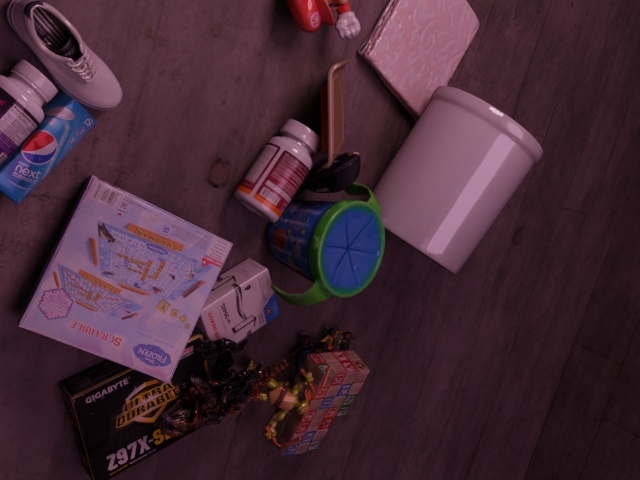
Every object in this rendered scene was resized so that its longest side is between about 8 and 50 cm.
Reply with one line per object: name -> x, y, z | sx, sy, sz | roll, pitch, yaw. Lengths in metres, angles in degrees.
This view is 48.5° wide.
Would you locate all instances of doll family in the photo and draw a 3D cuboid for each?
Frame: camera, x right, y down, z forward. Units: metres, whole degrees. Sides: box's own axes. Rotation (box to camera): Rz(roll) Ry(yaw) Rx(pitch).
doll family -> 0.009, 0.295, 1.979 | 0.193, 0.076, 0.111 | -26, 139, -35

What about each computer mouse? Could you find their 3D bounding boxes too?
computer mouse -> 0.046, -0.160, 1.691 | 0.184, 0.262, 0.060 | -37, 102, -31

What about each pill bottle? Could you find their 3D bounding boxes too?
pill bottle -> -0.094, -0.162, 1.647 | 0.221, 0.121, 0.121 | -57, 135, -8
pill bottle -> -0.548, -0.214, 1.220 | 0.193, 0.108, 0.108 | -52, 134, -13

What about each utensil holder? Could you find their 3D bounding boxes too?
utensil holder -> 0.334, -0.149, 1.850 | 0.327, 0.327, 0.386 | 30, 94, -45

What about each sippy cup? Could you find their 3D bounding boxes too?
sippy cup -> 0.000, 0.000, 1.724 | 0.305, 0.224, 0.240 | -23, 118, -39

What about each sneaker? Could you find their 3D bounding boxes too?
sneaker -> -0.448, -0.323, 1.274 | 0.094, 0.091, 0.258 | -54, 135, -9

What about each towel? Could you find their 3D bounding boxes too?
towel -> 0.268, -0.527, 1.864 | 0.317, 0.053, 0.332 | 36, 83, -44

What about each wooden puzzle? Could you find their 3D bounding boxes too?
wooden puzzle -> 0.029, -0.302, 1.672 | 0.221, 0.044, 0.239 | -62, 158, -71

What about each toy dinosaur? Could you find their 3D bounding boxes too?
toy dinosaur -> -0.226, 0.341, 1.662 | 0.322, 0.164, 0.218 | -42, 155, -43

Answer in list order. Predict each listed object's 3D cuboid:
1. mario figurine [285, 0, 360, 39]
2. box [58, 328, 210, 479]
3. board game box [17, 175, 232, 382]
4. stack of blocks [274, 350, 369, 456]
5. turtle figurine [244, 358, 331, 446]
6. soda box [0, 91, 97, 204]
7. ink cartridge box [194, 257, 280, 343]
mario figurine -> 0.057, -0.578, 1.559 | 0.198, 0.170, 0.321 | 39, 70, -10
box -> -0.408, 0.372, 1.634 | 0.322, 0.079, 0.257 | -24, 125, -34
board game box -> -0.385, 0.081, 1.431 | 0.318, 0.066, 0.318 | 28, 81, -24
stack of blocks -> -0.006, 0.451, 1.976 | 0.171, 0.087, 0.297 | 4, 121, -41
turtle figurine -> -0.105, 0.389, 1.845 | 0.217, 0.087, 0.270 | 29, 106, -8
soda box -> -0.513, -0.171, 1.297 | 0.210, 0.071, 0.067 | -51, 134, -13
ink cartridge box -> -0.212, 0.161, 1.710 | 0.203, 0.086, 0.148 | -34, 128, -28
